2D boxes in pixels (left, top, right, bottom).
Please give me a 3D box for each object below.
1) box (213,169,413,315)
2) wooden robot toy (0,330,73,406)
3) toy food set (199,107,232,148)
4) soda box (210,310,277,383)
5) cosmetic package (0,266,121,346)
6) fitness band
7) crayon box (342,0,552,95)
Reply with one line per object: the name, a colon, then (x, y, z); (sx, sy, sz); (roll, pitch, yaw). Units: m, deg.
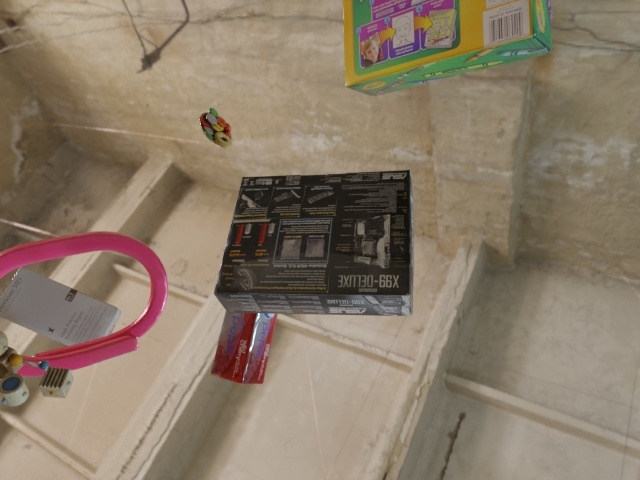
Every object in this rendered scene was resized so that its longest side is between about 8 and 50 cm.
box: (0.000, 0.000, 0.795); (0.307, 0.077, 0.243); (-1, -124, 11)
wooden robot toy: (-0.392, 0.145, 0.572); (0.173, 0.079, 0.076); (20, -138, 4)
toy food set: (-0.210, -0.226, 0.965); (0.020, 0.082, 0.083); (-31, -145, 32)
soda box: (-0.156, 0.178, 1.060); (0.092, 0.083, 0.264); (6, -102, 29)
cosmetic package: (-0.580, 0.162, 1.063); (0.231, 0.085, 0.118); (24, -113, -9)
fitness band: (-0.391, 0.096, 0.758); (0.290, 0.209, 0.054); (-13, -167, -28)
crayon box: (0.161, -0.316, 0.660); (0.278, 0.166, 0.081); (0, -178, 40)
